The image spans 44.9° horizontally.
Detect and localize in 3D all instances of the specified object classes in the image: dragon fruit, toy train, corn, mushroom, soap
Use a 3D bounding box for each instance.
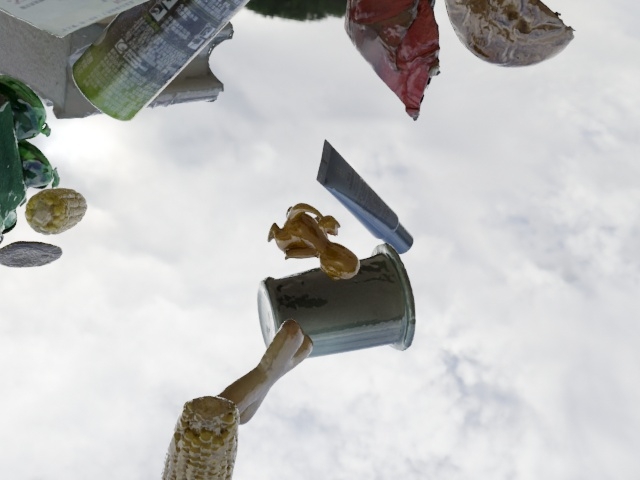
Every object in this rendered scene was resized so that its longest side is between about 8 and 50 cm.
[{"bbox_3d":[0.143,-0.465,1.703,0.100,0.282,0.343,-15,-121,-30],"label":"dragon fruit"},{"bbox_3d":[-0.417,-0.110,0.885,0.188,0.243,0.132,26,-126,4],"label":"toy train"},{"bbox_3d":[-0.389,-0.045,1.153,0.067,0.067,0.206,7,-176,-7],"label":"corn"},{"bbox_3d":[-0.156,0.297,0.982,0.097,0.262,0.097,11,-146,-7],"label":"corn"},{"bbox_3d":[0.314,-0.410,1.406,0.285,0.151,0.156,39,-163,-10],"label":"mushroom"},{"bbox_3d":[-0.338,-0.308,1.234,0.257,0.159,0.302,25,-153,35],"label":"soap"}]

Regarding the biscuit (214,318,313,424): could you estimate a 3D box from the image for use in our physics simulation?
[{"bbox_3d":[-0.097,0.237,1.367,0.047,0.164,0.208,39,-99,22],"label":"biscuit"}]

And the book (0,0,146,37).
[{"bbox_3d":[-0.239,-0.249,0.609,0.201,0.026,0.289,-13,168,25],"label":"book"}]

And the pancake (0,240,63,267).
[{"bbox_3d":[-0.478,0.025,1.265,0.115,0.115,0.011,-5,-113,-22],"label":"pancake"}]

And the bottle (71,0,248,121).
[{"bbox_3d":[-0.136,-0.271,0.850,0.093,0.330,0.093,42,-159,-20],"label":"bottle"}]

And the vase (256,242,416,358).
[{"bbox_3d":[0.022,0.143,1.630,0.291,0.245,0.245,-9,-140,-15],"label":"vase"}]

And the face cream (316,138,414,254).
[{"bbox_3d":[0.114,-0.093,1.988,0.086,0.385,0.136,-17,-134,34],"label":"face cream"}]

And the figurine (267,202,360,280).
[{"bbox_3d":[0.003,-0.001,1.398,0.176,0.122,0.121,39,-129,0],"label":"figurine"}]
